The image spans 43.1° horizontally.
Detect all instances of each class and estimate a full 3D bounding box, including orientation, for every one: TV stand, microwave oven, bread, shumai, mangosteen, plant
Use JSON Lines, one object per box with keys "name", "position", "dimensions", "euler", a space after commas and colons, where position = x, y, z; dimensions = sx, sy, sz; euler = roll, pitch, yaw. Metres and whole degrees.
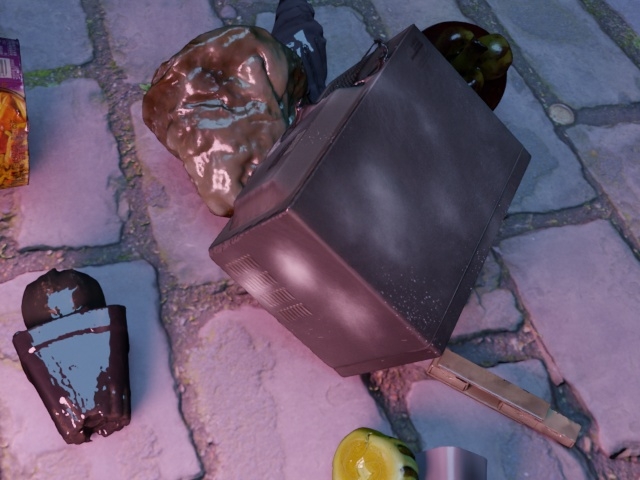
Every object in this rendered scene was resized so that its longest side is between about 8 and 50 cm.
{"name": "TV stand", "position": [0.287, 0.245, 1.269], "dimensions": [0.249, 0.042, 0.036], "euler": [27, 51, 12]}
{"name": "microwave oven", "position": [0.084, -0.066, 1.263], "dimensions": [0.374, 0.236, 0.432], "euler": [45, 54, -17]}
{"name": "bread", "position": [0.078, 0.329, 1.137], "dimensions": [0.139, 0.071, 0.130], "euler": [-13, 56, 39]}
{"name": "shumai", "position": [-0.127, -0.175, 1.383], "dimensions": [0.309, 0.304, 0.263], "euler": [-13, 69, -24]}
{"name": "mangosteen", "position": [0.265, -0.324, 1.549], "dimensions": [0.215, 0.257, 0.215], "euler": [3, 81, -15]}
{"name": "plant", "position": [-0.357, 0.165, 1.189], "dimensions": [0.164, 0.142, 0.256], "euler": [-14, 68, -16]}

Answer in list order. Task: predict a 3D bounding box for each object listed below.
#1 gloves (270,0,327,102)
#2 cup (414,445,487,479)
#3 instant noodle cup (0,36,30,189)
{"name": "gloves", "position": [-0.053, -0.398, 1.667], "dimensions": [0.142, 0.119, 0.285], "euler": [-23, 58, 15]}
{"name": "cup", "position": [0.190, 0.366, 1.140], "dimensions": [0.128, 0.095, 0.129], "euler": [29, 50, -32]}
{"name": "instant noodle cup", "position": [-0.628, -0.206, 1.335], "dimensions": [0.266, 0.340, 0.340], "euler": [-5, 54, -25]}
